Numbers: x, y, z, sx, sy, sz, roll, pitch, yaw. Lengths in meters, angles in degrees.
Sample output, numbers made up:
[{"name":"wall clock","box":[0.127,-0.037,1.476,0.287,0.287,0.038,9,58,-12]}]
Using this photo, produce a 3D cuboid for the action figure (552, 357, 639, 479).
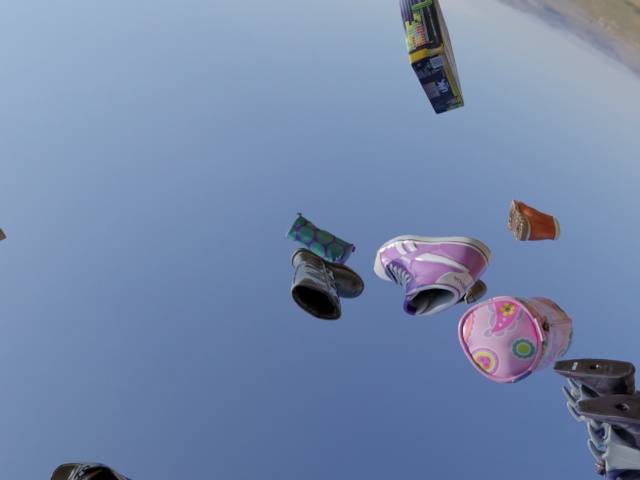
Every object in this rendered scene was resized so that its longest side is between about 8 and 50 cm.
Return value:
[{"name":"action figure","box":[0.324,0.269,0.520,0.185,0.099,0.285,-39,-66,-59]}]

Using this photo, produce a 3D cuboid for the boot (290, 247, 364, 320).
[{"name":"boot","box":[0.021,0.094,0.974,0.189,0.076,0.208,23,-172,-15]}]

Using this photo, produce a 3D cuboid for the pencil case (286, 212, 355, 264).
[{"name":"pencil case","box":[0.000,0.000,1.136,0.151,0.064,0.070,30,-149,14]}]

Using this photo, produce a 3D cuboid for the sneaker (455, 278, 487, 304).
[{"name":"sneaker","box":[0.324,0.125,1.257,0.071,0.188,0.066,-32,-79,-28]}]

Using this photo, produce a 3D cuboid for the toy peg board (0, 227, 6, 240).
[{"name":"toy peg board","box":[-0.489,0.015,0.563,0.079,0.161,0.161,65,-163,-13]}]

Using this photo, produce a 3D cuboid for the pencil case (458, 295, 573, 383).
[{"name":"pencil case","box":[0.314,0.145,0.774,0.124,0.124,0.284,48,-161,28]}]

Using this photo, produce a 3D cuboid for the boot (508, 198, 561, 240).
[{"name":"boot","box":[0.430,-0.039,1.016,0.084,0.059,0.158,3,-154,7]}]

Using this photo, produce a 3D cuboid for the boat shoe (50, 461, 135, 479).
[{"name":"boat shoe","box":[-0.339,0.367,0.757,0.183,0.066,0.066,3,-130,18]}]

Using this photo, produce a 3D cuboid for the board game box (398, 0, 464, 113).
[{"name":"board game box","box":[0.156,-0.279,0.708,0.170,0.048,0.141,22,-124,-64]}]

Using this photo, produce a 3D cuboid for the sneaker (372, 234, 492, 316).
[{"name":"sneaker","box":[0.171,0.071,0.967,0.161,0.282,0.102,-47,-71,-29]}]
